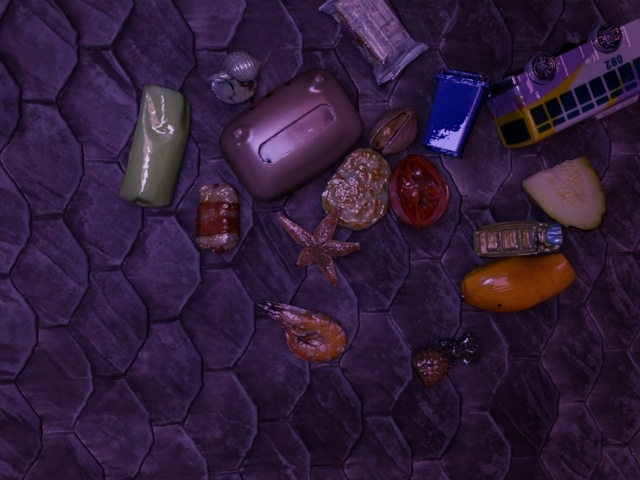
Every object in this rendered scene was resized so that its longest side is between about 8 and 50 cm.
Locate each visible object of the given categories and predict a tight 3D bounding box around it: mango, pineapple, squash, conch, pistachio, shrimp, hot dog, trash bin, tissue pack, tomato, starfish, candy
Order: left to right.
[{"bbox_3d":[-0.471,-0.263,1.264,0.142,0.132,0.344,13,92,11],"label":"candy"},{"bbox_3d":[-0.303,-0.068,1.310,0.146,0.103,0.213,4,84,16],"label":"hot dog"},{"bbox_3d":[-0.238,-0.477,1.284,0.153,0.102,0.135,-17,109,29],"label":"conch"},{"bbox_3d":[-0.077,-0.288,1.223,0.387,0.277,0.267,-33,98,-1],"label":"tissue pack"},{"bbox_3d":[-0.067,0.282,1.367,0.316,0.062,0.164,26,94,-8],"label":"shrimp"},{"bbox_3d":[0.002,-0.002,1.339,0.231,0.048,0.295,-37,97,24],"label":"starfish"},{"bbox_3d":[0.214,-0.320,1.293,0.126,0.152,0.223,40,47,5],"label":"pistachio"},{"bbox_3d":[0.280,-0.143,1.327,0.228,0.101,0.228,3,85,-36],"label":"tomato"},{"bbox_3d":[0.405,0.366,1.392,0.237,0.119,0.111,-28,51,-6],"label":"pineapple"},{"bbox_3d":[0.394,-0.374,1.292,0.162,0.184,0.235,20,100,20],"label":"trash bin"},{"bbox_3d":[0.610,0.133,1.362,0.359,0.144,0.187,-6,121,-2],"label":"mango"},{"bbox_3d":[0.789,-0.140,1.363,0.236,0.155,0.204,-21,97,-2],"label":"squash"}]

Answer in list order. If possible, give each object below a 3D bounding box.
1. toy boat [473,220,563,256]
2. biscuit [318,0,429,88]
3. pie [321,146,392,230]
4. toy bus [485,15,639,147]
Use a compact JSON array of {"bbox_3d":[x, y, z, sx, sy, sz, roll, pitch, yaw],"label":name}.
[{"bbox_3d":[0.614,-0.006,1.394,0.276,0.084,0.111,-6,97,-1],"label":"toy boat"},{"bbox_3d":[0.156,-0.634,1.316,0.186,0.079,0.309,-41,96,1],"label":"biscuit"},{"bbox_3d":[0.121,-0.150,1.339,0.201,0.090,0.248,35,89,-11],"label":"pie"},{"bbox_3d":[0.748,-0.461,1.307,0.439,0.209,0.249,-26,97,-2],"label":"toy bus"}]
